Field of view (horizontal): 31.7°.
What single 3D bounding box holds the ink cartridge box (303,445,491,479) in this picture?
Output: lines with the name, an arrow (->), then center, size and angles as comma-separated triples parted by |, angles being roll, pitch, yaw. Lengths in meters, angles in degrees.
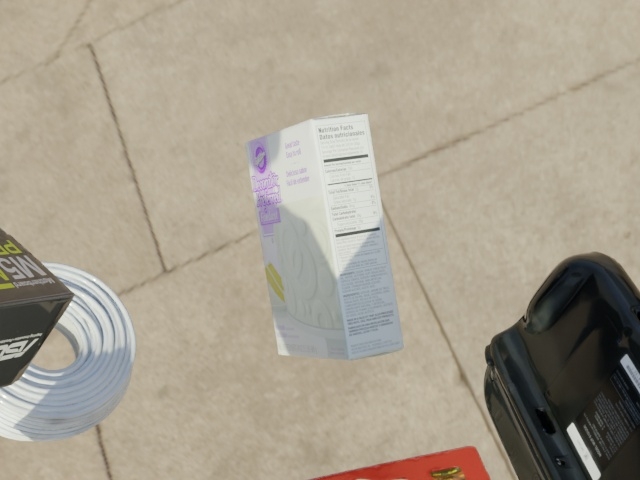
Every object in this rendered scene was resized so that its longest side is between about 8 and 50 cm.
ink cartridge box -> 0.108, 0.439, 1.394 | 0.308, 0.385, 0.091 | -16, 33, 17

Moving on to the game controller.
game controller -> 0.209, 0.145, 0.809 | 0.166, 0.067, 0.319 | -51, 31, 22

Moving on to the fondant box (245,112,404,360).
fondant box -> 0.000, 0.000, 1.615 | 0.096, 0.238, 0.330 | -8, 90, -26

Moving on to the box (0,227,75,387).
box -> -0.254, -0.013, 0.447 | 0.216, 0.270, 0.060 | 39, 103, 13

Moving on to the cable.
cable -> -0.380, 0.149, 1.552 | 0.257, 0.089, 0.257 | 14, 51, -23
